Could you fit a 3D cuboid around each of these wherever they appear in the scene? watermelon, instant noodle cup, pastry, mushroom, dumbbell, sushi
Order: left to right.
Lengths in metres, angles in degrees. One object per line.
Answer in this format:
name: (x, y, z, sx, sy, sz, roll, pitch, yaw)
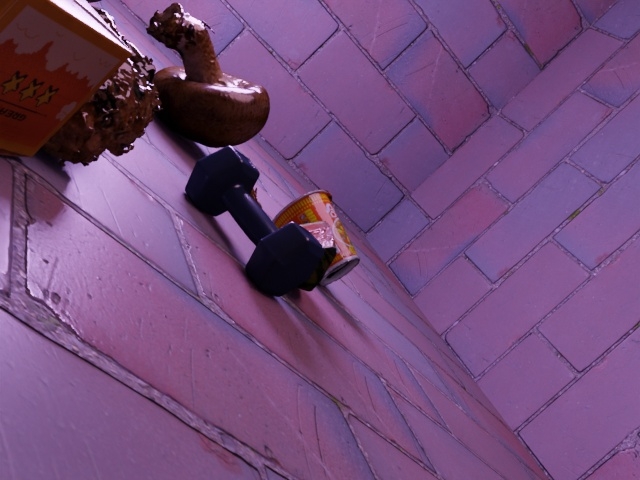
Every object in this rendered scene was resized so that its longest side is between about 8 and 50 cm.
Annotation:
pastry: (-0.370, -0.223, 1.172, 0.275, 0.193, 0.275, 39, 36, -35)
mushroom: (-0.304, -0.423, 2.115, 0.334, 0.356, 0.331, -4, 4, -29)
sushi: (-0.189, -0.109, 2.083, 0.060, 0.061, 0.118, 52, 19, -60)
dumbbell: (-0.138, -0.042, 1.619, 0.325, 0.160, 0.144, 50, -24, 26)
watermelon: (-0.038, 0.048, 1.808, 0.303, 0.159, 0.128, -112, -173, -79)
instant noodle cup: (0.000, 0.000, 2.142, 0.212, 0.193, 0.193, 57, 9, 16)

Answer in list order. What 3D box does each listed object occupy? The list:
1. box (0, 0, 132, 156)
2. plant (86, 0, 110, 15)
box: (-0.422, -0.275, 0.923, 0.283, 0.214, 0.259, 49, 4, 9)
plant: (-0.584, -0.556, 1.844, 0.146, 0.149, 0.274, 50, 5, 21)
